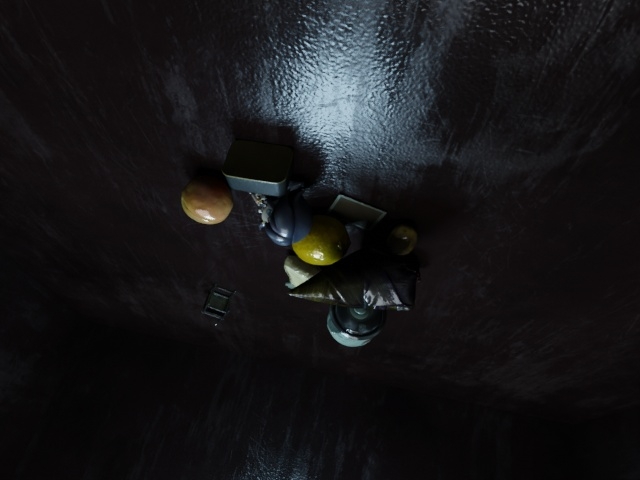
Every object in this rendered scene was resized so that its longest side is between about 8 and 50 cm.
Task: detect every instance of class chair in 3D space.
[{"bbox_3d":[-0.588,0.366,2.431,0.141,0.154,0.260,24,145,-16],"label":"chair"}]

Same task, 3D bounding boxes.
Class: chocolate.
[{"bbox_3d":[0.348,0.126,1.723,0.133,0.156,0.156,-1,164,-42],"label":"chocolate"}]

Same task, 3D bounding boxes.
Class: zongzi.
[{"bbox_3d":[0.083,0.130,1.546,0.432,0.207,0.403,-3,-171,-8],"label":"zongzi"}]

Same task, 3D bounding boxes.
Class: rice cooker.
[{"bbox_3d":[0.168,0.361,2.024,0.317,0.264,0.316,-26,159,-11],"label":"rice cooker"}]

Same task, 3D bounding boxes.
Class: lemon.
[{"bbox_3d":[0.000,0.000,1.557,0.257,0.188,0.188,5,149,30],"label":"lemon"}]

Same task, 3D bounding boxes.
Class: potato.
[{"bbox_3d":[0.295,-0.002,1.550,0.107,0.080,0.170,0,157,4],"label":"potato"}]

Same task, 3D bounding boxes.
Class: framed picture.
[{"bbox_3d":[0.126,-0.099,1.526,0.183,0.011,0.142,20,149,-10],"label":"framed picture"}]

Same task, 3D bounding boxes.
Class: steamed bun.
[{"bbox_3d":[-0.048,0.162,1.919,0.212,0.110,0.231,29,157,20],"label":"steamed bun"}]

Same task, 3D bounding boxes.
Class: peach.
[{"bbox_3d":[-0.398,-0.141,1.513,0.184,0.184,0.184,10,149,6],"label":"peach"}]

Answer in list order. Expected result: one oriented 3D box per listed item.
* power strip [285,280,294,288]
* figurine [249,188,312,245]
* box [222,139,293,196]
[{"bbox_3d":[-0.123,0.217,2.128,0.136,0.019,0.051,-12,142,36],"label":"power strip"},{"bbox_3d":[-0.134,-0.108,1.415,0.197,0.265,0.175,-18,159,1],"label":"figurine"},{"bbox_3d":[-0.189,-0.221,1.326,0.201,0.144,0.090,9,152,5],"label":"box"}]
